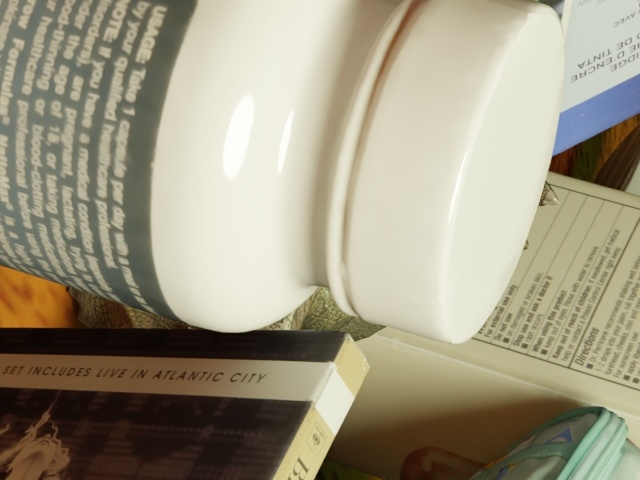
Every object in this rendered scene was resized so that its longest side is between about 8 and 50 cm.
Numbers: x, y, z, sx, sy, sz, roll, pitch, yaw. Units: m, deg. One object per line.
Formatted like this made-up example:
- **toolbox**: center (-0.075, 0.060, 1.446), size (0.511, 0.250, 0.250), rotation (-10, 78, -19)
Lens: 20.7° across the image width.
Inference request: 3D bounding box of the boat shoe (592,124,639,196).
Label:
- **boat shoe**: center (0.217, 0.082, 1.306), size (0.121, 0.119, 0.335), rotation (-117, -131, -84)

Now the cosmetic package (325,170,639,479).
- **cosmetic package**: center (0.160, 0.071, 0.902), size (0.153, 0.296, 0.129), rotation (-56, 155, -38)

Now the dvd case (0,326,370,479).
- **dvd case**: center (-0.098, 0.110, 0.424), size (0.018, 0.164, 0.221), rotation (54, 49, -35)

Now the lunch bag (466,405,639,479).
- **lunch bag**: center (0.049, 0.202, 0.819), size (0.279, 0.108, 0.224), rotation (-41, -174, 46)

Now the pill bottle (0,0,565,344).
- **pill bottle**: center (-0.039, -0.037, 0.428), size (0.108, 0.180, 0.108), rotation (17, 90, -71)

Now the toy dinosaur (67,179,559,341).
- **toy dinosaur**: center (0.000, 0.000, 0.675), size (0.121, 0.160, 0.313), rotation (60, 15, -1)

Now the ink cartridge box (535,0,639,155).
- **ink cartridge box**: center (0.072, -0.105, 0.720), size (0.186, 0.065, 0.311), rotation (-26, 152, -5)
